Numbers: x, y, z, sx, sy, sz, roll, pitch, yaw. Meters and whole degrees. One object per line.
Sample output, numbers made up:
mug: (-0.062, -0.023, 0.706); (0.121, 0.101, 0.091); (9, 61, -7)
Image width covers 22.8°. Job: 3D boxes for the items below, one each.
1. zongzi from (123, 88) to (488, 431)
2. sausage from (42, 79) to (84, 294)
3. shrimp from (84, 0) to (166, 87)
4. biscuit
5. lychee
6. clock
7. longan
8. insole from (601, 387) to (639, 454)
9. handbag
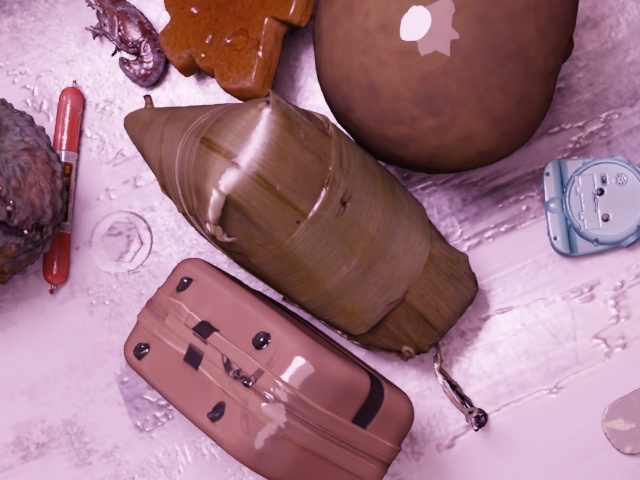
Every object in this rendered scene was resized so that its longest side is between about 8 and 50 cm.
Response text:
zongzi: (0.000, 0.000, 1.756); (0.447, 0.418, 0.181); (41, 82, -27)
sausage: (-0.299, -0.063, 1.836); (0.034, 0.034, 0.253); (2, 82, 10)
shrimp: (-0.237, -0.249, 1.843); (0.065, 0.056, 0.165); (-45, 74, 7)
biscuit: (-0.068, -0.300, 1.755); (0.301, 0.043, 0.278); (-43, 52, 24)
lychee: (-0.407, -0.042, 1.738); (0.255, 0.255, 0.274); (36, 121, 13)
clock: (0.317, -0.043, 1.724); (0.147, 0.045, 0.108); (-8, 81, 8)
longan: (0.129, -0.217, 1.663); (0.297, 0.297, 0.297); (-1, 81, 9)
insole: (0.415, 0.152, 1.694); (0.248, 0.011, 0.081); (-29, 77, 3)
handbag: (-0.033, 0.159, 1.648); (0.302, 0.283, 0.149); (29, 85, 51)
